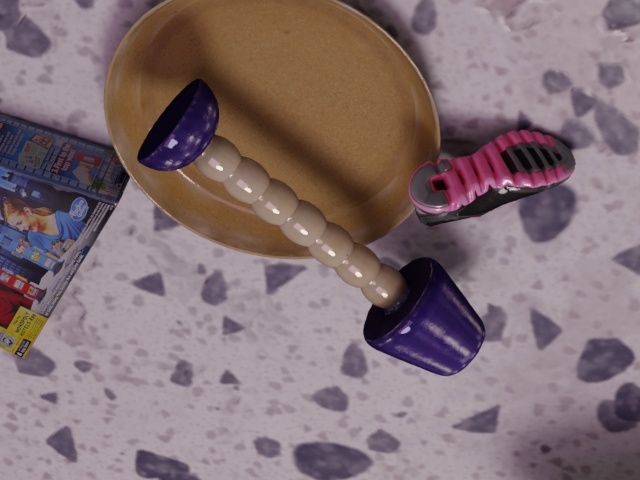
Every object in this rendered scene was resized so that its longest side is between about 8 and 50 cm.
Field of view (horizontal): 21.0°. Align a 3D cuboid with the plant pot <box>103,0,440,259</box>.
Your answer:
[{"bbox_3d":[-0.033,-0.086,1.205,0.236,0.032,0.236,6,130,7],"label":"plant pot"}]

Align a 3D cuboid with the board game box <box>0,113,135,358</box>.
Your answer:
[{"bbox_3d":[-0.265,-0.028,1.289,0.194,0.060,0.194,29,130,-10],"label":"board game box"}]

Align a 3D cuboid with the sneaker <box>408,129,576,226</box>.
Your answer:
[{"bbox_3d":[0.117,-0.038,1.195,0.119,0.047,0.057,-14,151,-7],"label":"sneaker"}]

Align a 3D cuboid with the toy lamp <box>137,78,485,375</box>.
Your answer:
[{"bbox_3d":[0.000,0.000,1.199,0.275,0.080,0.080,37,127,-16],"label":"toy lamp"}]
